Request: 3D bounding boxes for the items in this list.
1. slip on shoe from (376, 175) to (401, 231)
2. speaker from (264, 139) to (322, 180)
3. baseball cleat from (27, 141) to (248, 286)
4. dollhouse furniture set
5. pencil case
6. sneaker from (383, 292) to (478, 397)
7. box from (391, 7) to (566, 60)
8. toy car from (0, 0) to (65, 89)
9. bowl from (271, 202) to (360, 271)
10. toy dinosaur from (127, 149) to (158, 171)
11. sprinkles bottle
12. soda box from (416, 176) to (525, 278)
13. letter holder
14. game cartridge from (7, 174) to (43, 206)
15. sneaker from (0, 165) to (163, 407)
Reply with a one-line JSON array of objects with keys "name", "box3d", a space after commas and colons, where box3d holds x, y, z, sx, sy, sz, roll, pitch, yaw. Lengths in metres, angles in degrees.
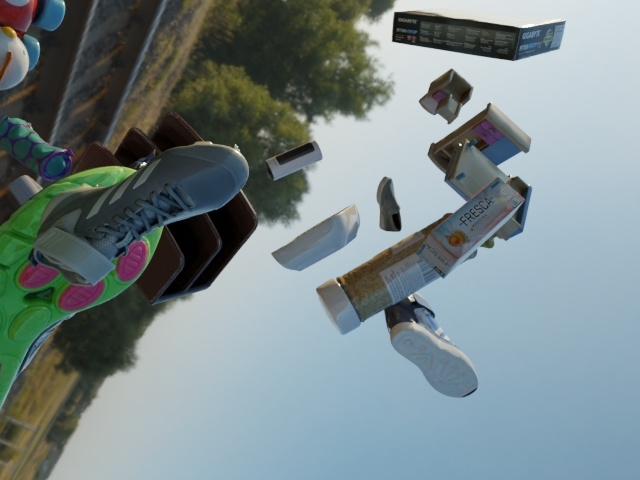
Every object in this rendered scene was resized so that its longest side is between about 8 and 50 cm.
[{"name": "slip on shoe", "box3d": [0.141, -0.070, 1.200, 0.051, 0.041, 0.135, -45, 144, -37]}, {"name": "speaker", "box3d": [-0.067, -0.197, 1.474, 0.136, 0.055, 0.055, -24, -172, -10]}, {"name": "baseball cleat", "box3d": [-0.155, -0.014, 0.506, 0.206, 0.072, 0.109, -16, -135, 22]}, {"name": "dollhouse furniture set", "box3d": [0.292, -0.152, 1.318, 0.198, 0.286, 0.303, -34, -155, 49]}, {"name": "pencil case", "box3d": [-0.521, -0.168, 1.085, 0.070, 0.152, 0.064, -49, 157, -19]}, {"name": "sneaker", "box3d": [0.300, 0.257, 1.633, 0.130, 0.323, 0.236, -40, -156, 24]}, {"name": "box", "box3d": [0.254, -0.338, 0.966, 0.175, 0.220, 0.051, -25, 128, -43]}, {"name": "toy car", "box3d": [-0.588, -0.367, 1.086, 0.210, 0.219, 0.237, -44, -121, 23]}, {"name": "bowl", "box3d": [0.000, 0.000, 0.982, 0.142, 0.053, 0.142, -29, -178, 21]}, {"name": "toy dinosaur", "box3d": [-0.290, -0.123, 0.956, 0.082, 0.090, 0.047, -117, -140, -58]}, {"name": "sprinkles bottle", "box3d": [0.168, 0.072, 1.318, 0.356, 0.121, 0.121, -29, -170, -7]}, {"name": "soda box", "box3d": [0.230, -0.022, 0.908, 0.183, 0.058, 0.063, -35, 161, -31]}, {"name": "letter holder", "box3d": [-0.287, -0.074, 1.100, 0.214, 0.301, 0.152, -47, 163, 28]}, {"name": "game cartridge", "box3d": [-0.655, -0.047, 1.470, 0.060, 0.196, 0.294, -41, 173, -14]}, {"name": "sneaker", "box3d": [-0.426, 0.069, 0.850, 0.483, 0.185, 0.202, -46, -150, -8]}]
